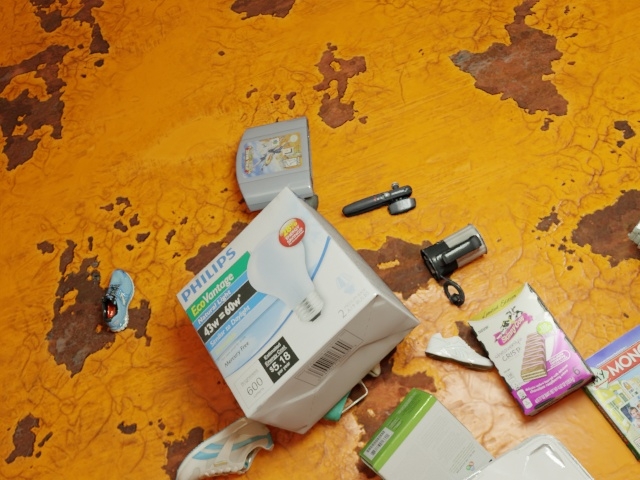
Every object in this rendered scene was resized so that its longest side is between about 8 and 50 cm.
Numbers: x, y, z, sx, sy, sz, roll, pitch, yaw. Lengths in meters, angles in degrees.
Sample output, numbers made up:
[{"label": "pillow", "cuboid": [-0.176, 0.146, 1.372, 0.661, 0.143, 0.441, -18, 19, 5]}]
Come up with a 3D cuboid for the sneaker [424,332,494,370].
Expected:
[{"label": "sneaker", "cuboid": [0.310, 0.244, 1.453, 0.152, 0.054, 0.061, 15, 66, 19]}]

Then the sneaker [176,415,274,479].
[{"label": "sneaker", "cuboid": [-0.210, 0.473, 1.434, 0.228, 0.087, 0.092, -35, 65, -4]}]

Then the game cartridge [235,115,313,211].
[{"label": "game cartridge", "cuboid": [-0.121, -0.206, 1.719, 0.198, 0.062, 0.297, -8, 47, 4]}]

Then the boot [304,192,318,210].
[{"label": "boot", "cuboid": [0.001, 0.000, 1.624, 0.208, 0.076, 0.190, 31, 85, 29]}]

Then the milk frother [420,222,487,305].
[{"label": "milk frother", "cuboid": [0.327, 0.057, 1.526, 0.134, 0.129, 0.143, -29, 105, -2]}]

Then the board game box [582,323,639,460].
[{"label": "board game box", "cuboid": [0.713, 0.272, 1.358, 0.317, 0.046, 0.213, -32, 63, -4]}]

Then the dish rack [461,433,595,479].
[{"label": "dish rack", "cuboid": [0.413, 0.523, 1.192, 0.285, 0.072, 0.333, -28, 47, -11]}]

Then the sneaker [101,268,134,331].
[{"label": "sneaker", "cuboid": [-0.514, 0.144, 1.663, 0.063, 0.073, 0.162, -9, 63, 8]}]

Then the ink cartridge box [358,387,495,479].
[{"label": "ink cartridge box", "cuboid": [0.237, 0.462, 1.349, 0.255, 0.097, 0.189, 45, 78, -9]}]

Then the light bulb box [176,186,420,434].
[{"label": "light bulb box", "cuboid": [-0.056, 0.147, 1.408, 0.358, 0.225, 0.361, -45, 53, 5]}]

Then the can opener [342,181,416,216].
[{"label": "can opener", "cuboid": [0.144, -0.096, 1.648, 0.186, 0.059, 0.073, -12, 63, 5]}]

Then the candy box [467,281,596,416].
[{"label": "candy box", "cuboid": [0.442, 0.228, 1.393, 0.159, 0.071, 0.233, -37, 59, 14]}]

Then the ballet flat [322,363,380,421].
[{"label": "ballet flat", "cuboid": [0.081, 0.298, 1.470, 0.087, 0.083, 0.247, 37, 76, 0]}]

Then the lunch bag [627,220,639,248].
[{"label": "lunch bag", "cuboid": [0.833, -0.032, 1.411, 0.235, 0.169, 0.287, 38, 73, 25]}]
